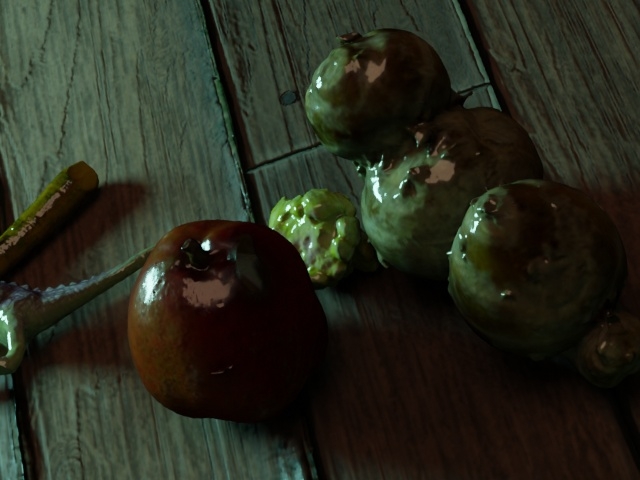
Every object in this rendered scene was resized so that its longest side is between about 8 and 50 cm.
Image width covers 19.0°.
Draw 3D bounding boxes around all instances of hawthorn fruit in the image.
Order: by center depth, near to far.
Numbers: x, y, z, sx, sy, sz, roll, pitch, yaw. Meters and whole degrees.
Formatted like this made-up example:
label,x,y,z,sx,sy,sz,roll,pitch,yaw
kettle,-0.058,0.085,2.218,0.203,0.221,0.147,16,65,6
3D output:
label,x,y,z,sx,sy,sz,roll,pitch,yaw
hawthorn fruit,-0.089,0.064,1.689,0.185,0.202,0.185,-6,54,8

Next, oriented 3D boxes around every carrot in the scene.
label,x,y,z,sx,sy,sz,roll,pitch,yaw
carrot,-0.293,-0.014,1.948,0.042,0.042,0.170,30,67,38

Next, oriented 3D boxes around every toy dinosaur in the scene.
label,x,y,z,sx,sy,sz,roll,pitch,yaw
toy dinosaur,-0.280,0.057,1.854,0.251,0.072,0.199,1,53,18

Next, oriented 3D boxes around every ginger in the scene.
label,x,y,z,sx,sy,sz,roll,pitch,yaw
ginger,0.143,-0.015,1.667,0.176,0.256,0.375,-40,61,-3

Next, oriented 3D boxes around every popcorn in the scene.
label,x,y,z,sx,sy,sz,roll,pitch,yaw
popcorn,-0.002,0.000,1.796,0.109,0.089,0.096,7,88,37
